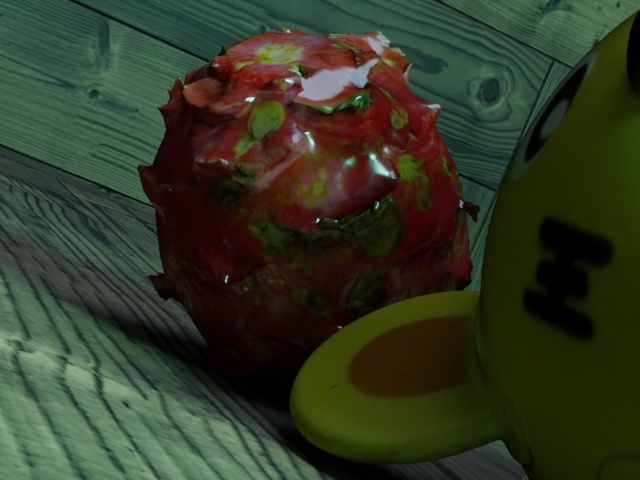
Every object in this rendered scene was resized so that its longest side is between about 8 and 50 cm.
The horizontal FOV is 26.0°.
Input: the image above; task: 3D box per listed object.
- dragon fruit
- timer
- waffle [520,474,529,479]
[{"bbox_3d":[0.000,0.000,0.851,0.268,0.210,0.205,61,14,-18],"label":"dragon fruit"},{"bbox_3d":[0.208,0.043,0.636,0.387,0.376,0.376,-23,21,-20],"label":"timer"},{"bbox_3d":[0.200,0.178,0.869,0.135,0.021,0.092,23,0,45],"label":"waffle"}]
